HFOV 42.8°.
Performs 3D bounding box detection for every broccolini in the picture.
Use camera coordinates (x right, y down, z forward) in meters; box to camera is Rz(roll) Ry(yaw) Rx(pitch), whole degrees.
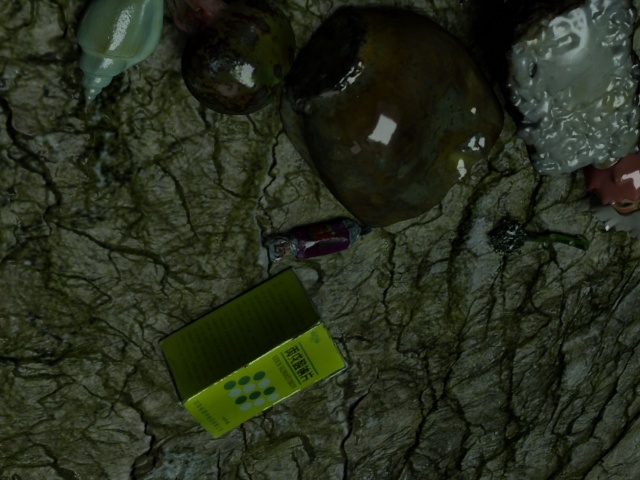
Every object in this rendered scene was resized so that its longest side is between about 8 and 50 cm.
[{"bbox_3d":[0.407,0.006,1.476,0.255,0.057,0.071,7,168,-33],"label":"broccolini"}]

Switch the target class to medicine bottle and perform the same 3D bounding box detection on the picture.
[{"bbox_3d":[-0.102,0.176,1.262,0.250,0.141,0.137,-30,135,-4],"label":"medicine bottle"}]

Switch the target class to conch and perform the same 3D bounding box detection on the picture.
[{"bbox_3d":[-0.212,-0.216,0.868,0.088,0.065,0.180,16,118,-30],"label":"conch"}]

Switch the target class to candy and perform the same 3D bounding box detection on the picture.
[{"bbox_3d":[0.000,0.000,1.224,0.175,0.045,0.043,-12,148,-21],"label":"candy"}]

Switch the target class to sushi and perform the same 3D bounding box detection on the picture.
[{"bbox_3d":[0.310,-0.235,1.092,0.197,0.182,0.343,-31,135,3],"label":"sushi"}]

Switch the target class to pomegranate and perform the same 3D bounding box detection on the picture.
[{"bbox_3d":[-0.098,-0.218,0.894,0.138,0.126,0.163,-54,136,-25],"label":"pomegranate"}]

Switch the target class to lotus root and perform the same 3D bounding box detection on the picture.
[{"bbox_3d":[0.094,-0.168,1.049,0.267,0.149,0.260,-41,139,4],"label":"lotus root"}]

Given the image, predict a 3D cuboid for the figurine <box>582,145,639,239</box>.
[{"bbox_3d":[0.531,-0.102,1.360,0.207,0.166,0.387,-22,147,27],"label":"figurine"}]
